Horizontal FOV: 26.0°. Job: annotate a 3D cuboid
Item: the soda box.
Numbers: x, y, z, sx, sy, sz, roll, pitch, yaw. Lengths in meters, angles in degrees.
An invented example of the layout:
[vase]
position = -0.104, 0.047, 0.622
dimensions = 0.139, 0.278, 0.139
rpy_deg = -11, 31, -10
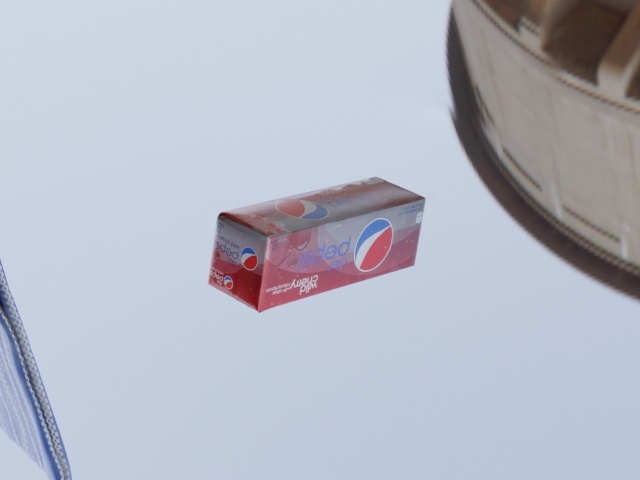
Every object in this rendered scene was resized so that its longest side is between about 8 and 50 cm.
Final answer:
[soda box]
position = 0.000, 0.000, 1.550
dimensions = 0.083, 0.092, 0.263
rpy_deg = 27, -152, 37

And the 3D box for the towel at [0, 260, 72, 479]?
[towel]
position = -0.335, 0.094, 1.342
dimensions = 0.040, 0.243, 0.336
rpy_deg = -23, -161, -23
